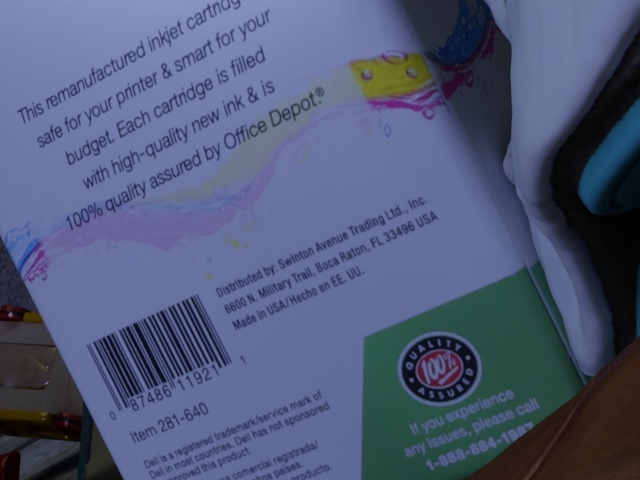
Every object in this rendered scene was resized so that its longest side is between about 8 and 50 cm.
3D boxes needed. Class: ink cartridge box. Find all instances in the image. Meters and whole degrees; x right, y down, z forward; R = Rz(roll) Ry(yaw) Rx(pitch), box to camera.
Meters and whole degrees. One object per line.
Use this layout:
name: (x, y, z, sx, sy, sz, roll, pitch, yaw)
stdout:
ink cartridge box: (-0.018, -0.038, 0.702, 0.201, 0.278, 0.117, -25, 3, 31)

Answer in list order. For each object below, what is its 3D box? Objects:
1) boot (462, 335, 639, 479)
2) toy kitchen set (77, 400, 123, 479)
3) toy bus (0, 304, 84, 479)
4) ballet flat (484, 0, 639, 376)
boot: (0.074, 0.034, 0.308, 0.280, 0.096, 0.264, -28, 3, -16)
toy kitchen set: (-0.056, 0.088, 1.113, 0.207, 0.166, 0.122, 19, -29, -36)
toy bus: (-0.192, 0.113, 1.462, 0.191, 0.202, 0.104, -43, -41, 15)
ballet flat: (0.089, -0.064, 0.459, 0.139, 0.139, 0.400, -27, -18, -4)
